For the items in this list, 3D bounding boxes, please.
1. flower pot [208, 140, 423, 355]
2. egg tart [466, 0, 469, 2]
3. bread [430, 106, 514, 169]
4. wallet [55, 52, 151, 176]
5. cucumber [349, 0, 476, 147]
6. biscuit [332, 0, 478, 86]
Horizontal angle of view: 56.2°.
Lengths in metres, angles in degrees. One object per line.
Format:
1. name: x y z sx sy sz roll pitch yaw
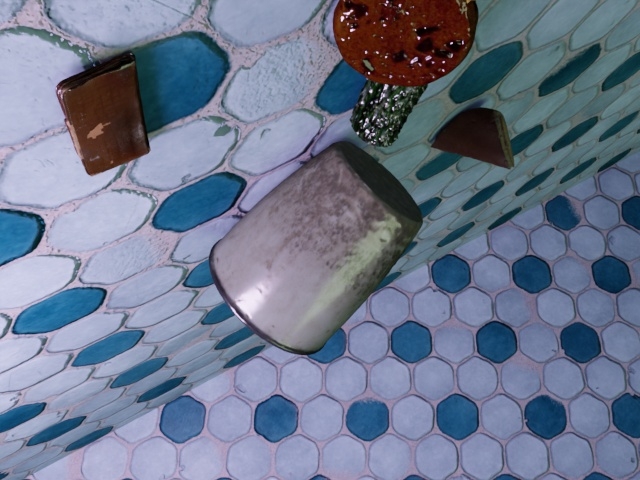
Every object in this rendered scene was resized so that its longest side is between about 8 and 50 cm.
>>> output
1. flower pot: 0.000 0.000 1.116 0.330 0.293 0.293 -47 157 22
2. egg tart: 0.213 -0.390 0.617 0.290 0.115 0.290 -30 152 -17
3. bread: 0.340 -0.231 1.291 0.067 0.192 0.119 10 100 -57
4. wallet: -0.254 -0.144 0.714 0.095 0.026 0.176 -30 164 -21
5. cucumber: 0.137 -0.281 0.873 0.096 0.096 0.359 -21 158 -27
6. biscuit: 0.109 -0.273 0.772 0.192 0.049 0.192 12 154 6
